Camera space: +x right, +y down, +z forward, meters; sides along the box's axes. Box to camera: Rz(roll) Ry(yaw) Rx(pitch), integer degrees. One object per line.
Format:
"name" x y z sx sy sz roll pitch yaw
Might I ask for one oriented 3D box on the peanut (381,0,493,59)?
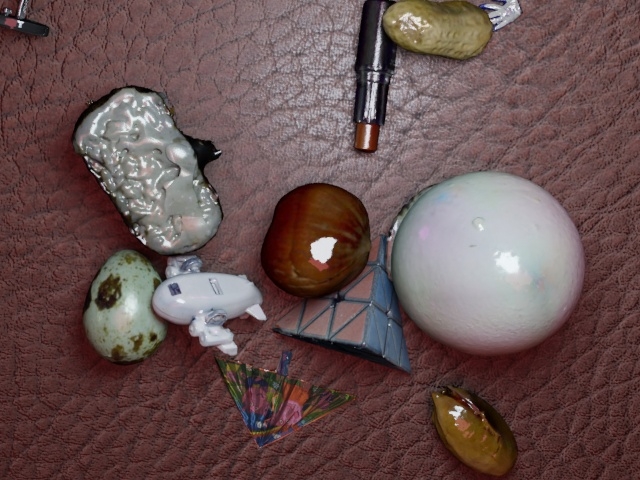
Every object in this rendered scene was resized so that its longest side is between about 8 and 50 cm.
"peanut" 0.221 -0.408 1.422 0.237 0.110 0.120 0 69 -25

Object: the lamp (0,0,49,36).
"lamp" -0.518 -0.559 1.442 0.130 0.108 0.371 19 83 8

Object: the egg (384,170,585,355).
"egg" 0.330 0.050 1.370 0.355 0.340 0.354 -1 97 -12

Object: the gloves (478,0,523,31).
"gloves" 0.357 -0.457 1.480 0.086 0.026 0.064 -26 96 7

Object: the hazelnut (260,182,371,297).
"hazelnut" 0.000 0.000 1.445 0.230 0.229 0.229 0 98 -1

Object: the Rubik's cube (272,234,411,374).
"Rubik's cube" 0.072 0.161 1.502 0.233 0.228 0.228 -16 55 -34

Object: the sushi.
"sushi" -0.311 -0.139 1.429 0.235 0.207 0.348 -28 103 -9

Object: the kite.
"kite" -0.092 0.348 1.589 0.321 0.016 0.233 17 97 -3

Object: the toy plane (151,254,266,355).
"toy plane" -0.220 0.122 1.466 0.245 0.244 0.117 30 126 -5

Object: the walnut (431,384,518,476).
"walnut" 0.318 0.397 1.547 0.137 0.137 0.245 -42 105 5

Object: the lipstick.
"lipstick" 0.105 -0.323 1.466 0.081 0.081 0.299 7 97 -2

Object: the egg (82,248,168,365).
"egg" -0.385 0.133 1.478 0.169 0.169 0.231 2 86 -1
